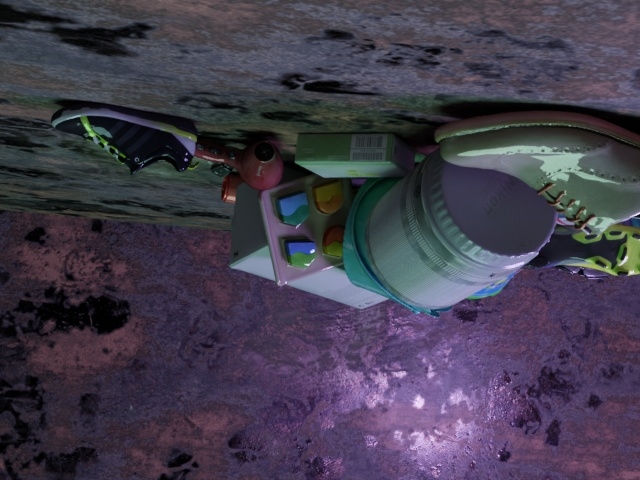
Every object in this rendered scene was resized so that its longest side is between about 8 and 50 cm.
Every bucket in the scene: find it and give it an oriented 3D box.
[{"bbox_3d":[0.178,-0.005,1.600,0.183,0.281,0.281,13,180,28],"label":"bucket"}]

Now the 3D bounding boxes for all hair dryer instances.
[{"bbox_3d":[-0.171,-0.139,1.455,0.293,0.080,0.223,0,173,45],"label":"hair dryer"}]

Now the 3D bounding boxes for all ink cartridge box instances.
[{"bbox_3d":[0.082,-0.134,1.410,0.171,0.056,0.235,2,173,25],"label":"ink cartridge box"}]

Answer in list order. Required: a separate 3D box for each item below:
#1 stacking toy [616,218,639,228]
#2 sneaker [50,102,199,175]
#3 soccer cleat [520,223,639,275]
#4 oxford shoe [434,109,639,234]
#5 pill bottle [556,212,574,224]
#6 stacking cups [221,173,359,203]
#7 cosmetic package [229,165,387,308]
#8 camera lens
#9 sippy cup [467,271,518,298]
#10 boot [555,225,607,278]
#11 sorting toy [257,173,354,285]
[{"bbox_3d":[0.611,-0.060,1.387,0.141,0.141,0.330,5,169,4],"label":"stacking toy"},{"bbox_3d":[-0.305,-0.154,1.292,0.234,0.097,0.084,6,175,-14],"label":"sneaker"},{"bbox_3d":[0.451,0.002,1.435,0.289,0.094,0.121,1,-158,4],"label":"soccer cleat"},{"bbox_3d":[0.345,-0.085,1.096,0.396,0.147,0.140,7,178,0],"label":"oxford shoe"},{"bbox_3d":[0.450,-0.081,1.311,0.108,0.108,0.180,7,175,-27],"label":"pill bottle"},{"bbox_3d":[-0.065,-0.102,1.875,0.316,0.096,0.096,12,174,-17],"label":"stacking cups"},{"bbox_3d":[0.000,0.000,1.745,0.365,0.197,0.155,20,149,-36],"label":"cosmetic package"},{"bbox_3d":[0.210,-0.024,1.291,0.219,0.220,0.274,7,158,-19],"label":"camera lens"},{"bbox_3d":[0.381,0.002,1.868,0.305,0.240,0.224,-34,177,-19],"label":"sippy cup"},{"bbox_3d":[0.682,0.018,1.968,0.246,0.161,0.083,5,176,-6],"label":"boot"},{"bbox_3d":[-0.010,-0.029,1.574,0.208,0.193,0.038,-20,-160,-27],"label":"sorting toy"}]
